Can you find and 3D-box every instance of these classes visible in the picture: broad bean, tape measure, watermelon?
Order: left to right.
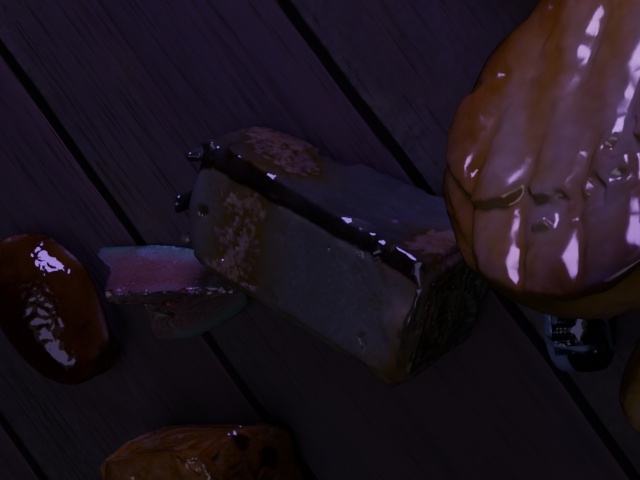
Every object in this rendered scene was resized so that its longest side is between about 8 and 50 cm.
[{"bbox_3d":[-0.270,0.067,1.470,0.114,0.084,0.165,-27,87,14],"label":"broad bean"},{"bbox_3d":[-0.134,0.055,1.409,0.155,0.080,0.101,-10,112,13],"label":"watermelon"},{"bbox_3d":[0.215,0.062,1.224,0.054,0.091,0.094,-5,103,24],"label":"tape measure"}]

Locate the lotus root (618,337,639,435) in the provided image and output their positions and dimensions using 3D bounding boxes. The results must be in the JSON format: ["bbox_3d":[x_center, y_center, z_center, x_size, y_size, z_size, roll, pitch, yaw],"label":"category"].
[{"bbox_3d":[0.309,0.109,1.201,0.159,0.095,0.135,11,124,-21],"label":"lotus root"}]

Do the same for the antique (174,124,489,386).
[{"bbox_3d":[0.000,0.000,1.291,0.284,0.150,0.125,27,118,25],"label":"antique"}]

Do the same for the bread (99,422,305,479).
[{"bbox_3d":[-0.110,0.249,1.413,0.158,0.149,0.143,-10,99,28],"label":"bread"}]

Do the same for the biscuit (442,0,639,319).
[{"bbox_3d":[0.219,-0.078,1.093,0.102,0.296,0.296,28,128,-33],"label":"biscuit"}]
